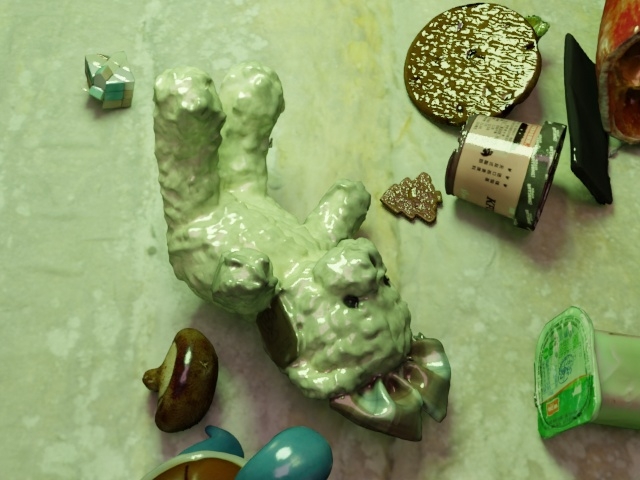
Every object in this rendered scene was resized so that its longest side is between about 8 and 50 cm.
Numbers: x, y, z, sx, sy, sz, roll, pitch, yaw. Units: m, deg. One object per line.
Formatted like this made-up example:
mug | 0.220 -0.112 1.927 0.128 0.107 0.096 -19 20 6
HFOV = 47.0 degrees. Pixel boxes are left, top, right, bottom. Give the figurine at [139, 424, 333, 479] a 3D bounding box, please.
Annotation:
figurine | -0.129 0.347 0.767 0.416 0.243 0.298 -42 80 2

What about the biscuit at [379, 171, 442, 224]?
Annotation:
biscuit | 0.131 -0.059 1.064 0.092 0.016 0.082 -6 69 -3

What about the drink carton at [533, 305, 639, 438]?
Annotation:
drink carton | 0.356 0.167 0.893 0.142 0.146 0.144 8 64 -7

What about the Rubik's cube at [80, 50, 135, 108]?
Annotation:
Rubik's cube | -0.326 -0.244 1.113 0.073 0.075 0.084 -13 48 -26

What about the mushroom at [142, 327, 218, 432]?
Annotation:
mushroom | -0.169 0.168 0.889 0.087 0.127 0.127 12 62 -14

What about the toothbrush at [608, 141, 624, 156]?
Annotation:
toothbrush | 0.471 -0.157 1.125 0.097 0.008 0.006 -40 84 -20

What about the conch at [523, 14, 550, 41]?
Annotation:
conch | 0.302 -0.304 1.157 0.121 0.074 0.089 -48 68 20

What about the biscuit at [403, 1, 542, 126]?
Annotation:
biscuit | 0.229 -0.267 1.123 0.212 0.036 0.212 -7 73 22

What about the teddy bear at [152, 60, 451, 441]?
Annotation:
teddy bear | 0.000 0.000 0.877 0.362 0.376 0.327 17 22 29

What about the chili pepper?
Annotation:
chili pepper | 0.525 -0.318 1.072 0.229 0.251 0.305 9 60 19

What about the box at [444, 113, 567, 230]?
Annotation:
box | 0.254 -0.104 1.020 0.135 0.151 0.151 19 64 17

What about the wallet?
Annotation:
wallet | 0.389 -0.180 1.082 0.025 0.124 0.244 -15 55 38
